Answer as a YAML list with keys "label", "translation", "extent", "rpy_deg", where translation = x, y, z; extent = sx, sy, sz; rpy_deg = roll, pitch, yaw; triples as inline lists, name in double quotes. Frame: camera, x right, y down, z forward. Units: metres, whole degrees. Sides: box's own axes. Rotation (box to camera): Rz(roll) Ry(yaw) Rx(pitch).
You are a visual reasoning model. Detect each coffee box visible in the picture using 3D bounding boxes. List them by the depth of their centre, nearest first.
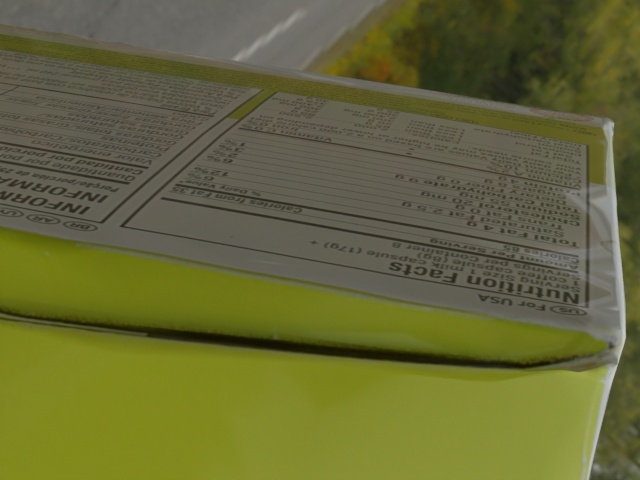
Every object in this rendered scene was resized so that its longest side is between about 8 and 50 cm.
- label: "coffee box"
  translation: [-0.074, 0.112, 0.592]
  extent: [0.334, 0.338, 0.338]
  rpy_deg: [-57, 156, -72]
